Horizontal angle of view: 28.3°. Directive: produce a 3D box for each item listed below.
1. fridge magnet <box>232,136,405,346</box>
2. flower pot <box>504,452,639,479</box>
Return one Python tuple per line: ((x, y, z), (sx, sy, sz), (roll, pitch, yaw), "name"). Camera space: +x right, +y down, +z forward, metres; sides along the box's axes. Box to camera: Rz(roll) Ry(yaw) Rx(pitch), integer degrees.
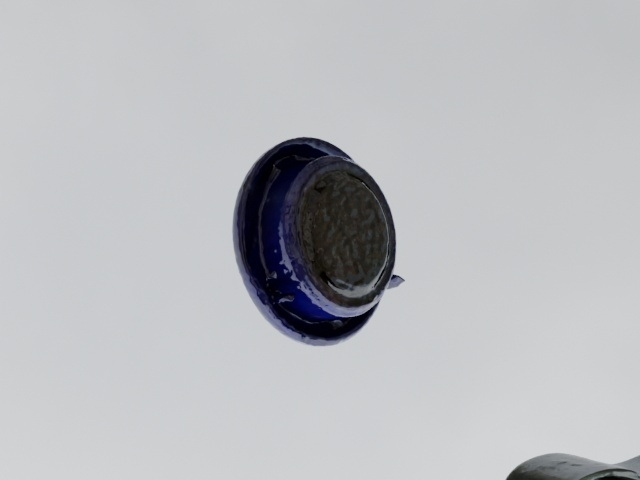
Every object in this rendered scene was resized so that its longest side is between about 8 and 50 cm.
((0.000, 0.000, 1.587), (0.112, 0.265, 0.265), (-11, -164, 43), "fridge magnet")
((0.320, 0.293, 1.406), (0.229, 0.103, 0.108), (6, 179, -28), "flower pot")
